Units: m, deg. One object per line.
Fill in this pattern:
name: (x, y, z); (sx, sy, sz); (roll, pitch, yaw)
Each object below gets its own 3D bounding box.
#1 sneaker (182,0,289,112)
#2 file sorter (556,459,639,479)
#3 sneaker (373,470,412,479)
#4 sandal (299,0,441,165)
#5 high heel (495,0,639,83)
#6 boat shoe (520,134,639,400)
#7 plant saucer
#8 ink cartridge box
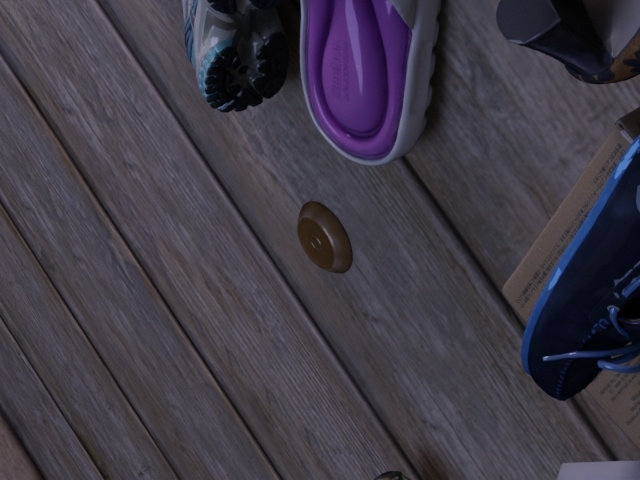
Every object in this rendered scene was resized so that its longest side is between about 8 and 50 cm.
sneaker: (-0.086, -0.253, 1.270); (0.122, 0.110, 0.283); (58, 148, 32)
file sorter: (0.300, 0.275, 0.991); (0.192, 0.173, 0.277); (32, 157, -19)
sneaker: (0.206, 0.380, 1.397); (0.182, 0.158, 0.410); (-48, 69, 27)
sandal: (0.015, -0.235, 1.107); (0.169, 0.102, 0.416); (15, 129, 38)
high heel: (0.254, -0.173, 0.865); (0.261, 0.186, 0.093); (-21, 79, 28)
boat shoe: (0.201, 0.033, 0.895); (0.089, 0.109, 0.258); (42, 147, 22)
plant saucer: (0.000, 0.000, 1.449); (0.083, 0.015, 0.083); (38, 145, 34)
ink cartridge box: (0.256, 0.032, 1.002); (0.193, 0.088, 0.235); (49, 148, 16)
